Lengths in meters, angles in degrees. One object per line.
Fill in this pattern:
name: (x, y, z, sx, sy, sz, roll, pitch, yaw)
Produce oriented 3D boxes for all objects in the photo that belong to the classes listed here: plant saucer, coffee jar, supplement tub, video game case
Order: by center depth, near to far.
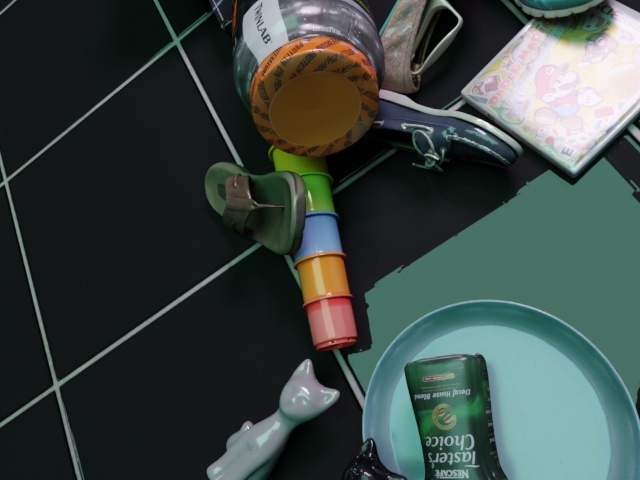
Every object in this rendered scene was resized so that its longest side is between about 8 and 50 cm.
coffee jar: (0.156, 0.226, 0.587, 0.096, 0.079, 0.185, -13, 70, 19)
plant saucer: (0.208, 0.233, 0.631, 0.317, 0.043, 0.318, -7, 72, 21)
video game case: (0.350, -0.230, 0.716, 0.227, 0.026, 0.206, -46, 63, 5)
supplement tub: (-0.024, -0.293, 0.749, 0.207, 0.207, 0.338, -22, 49, 16)

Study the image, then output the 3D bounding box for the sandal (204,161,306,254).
sandal: (-0.115, -0.050, 0.770, 0.302, 0.086, 0.120, 18, 110, 51)

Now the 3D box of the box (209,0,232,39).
box: (-0.134, -0.473, 0.966, 0.147, 0.077, 0.180, -30, 65, 12)

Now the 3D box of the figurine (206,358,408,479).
figurine: (-0.022, 0.292, 0.667, 0.209, 0.092, 0.215, -49, 62, 13)

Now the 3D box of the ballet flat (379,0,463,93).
ballet flat: (0.174, -0.363, 0.755, 0.106, 0.107, 0.316, 33, 118, 21)

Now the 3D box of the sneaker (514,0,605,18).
sneaker: (0.293, -0.404, 0.728, 0.107, 0.110, 0.275, -46, 55, 6)

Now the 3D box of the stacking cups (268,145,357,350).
stacking cups: (0.000, 0.000, 0.769, 0.096, 0.096, 0.316, -20, 72, 17)

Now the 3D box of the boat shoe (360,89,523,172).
boat shoe: (0.155, -0.145, 0.736, 0.254, 0.095, 0.079, 28, 85, 29)
